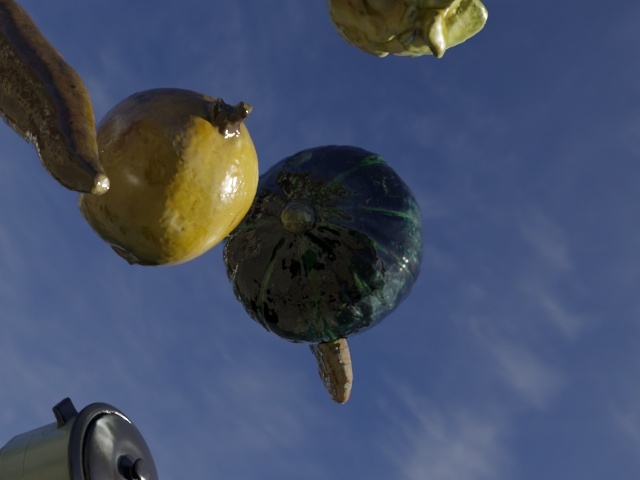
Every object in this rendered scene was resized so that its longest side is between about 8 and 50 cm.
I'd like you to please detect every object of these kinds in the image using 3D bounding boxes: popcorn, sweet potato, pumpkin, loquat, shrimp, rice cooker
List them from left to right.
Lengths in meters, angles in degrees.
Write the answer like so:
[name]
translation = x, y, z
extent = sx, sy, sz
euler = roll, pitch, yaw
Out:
[sweet potato]
translation = -0.227, -0.108, 1.149
extent = 0.243, 0.077, 0.077
euler = 55, -24, 32
[rice cooker]
translation = -0.366, 0.382, 2.165
extent = 0.227, 0.241, 0.280
euler = -20, -85, 20
[loquat]
translation = -0.163, -0.085, 1.622
extent = 0.213, 0.213, 0.246
euler = 46, -60, -5
[pumpkin]
translation = 0.000, 0.000, 2.102
extent = 0.315, 0.315, 0.238
euler = 27, -16, 22
[shrimp]
translation = 0.005, 0.154, 2.246
extent = 0.126, 0.048, 0.223
euler = 124, -47, -67
[popcorn]
translation = 0.088, -0.275, 1.453
extent = 0.187, 0.167, 0.185
euler = -150, -124, -87
